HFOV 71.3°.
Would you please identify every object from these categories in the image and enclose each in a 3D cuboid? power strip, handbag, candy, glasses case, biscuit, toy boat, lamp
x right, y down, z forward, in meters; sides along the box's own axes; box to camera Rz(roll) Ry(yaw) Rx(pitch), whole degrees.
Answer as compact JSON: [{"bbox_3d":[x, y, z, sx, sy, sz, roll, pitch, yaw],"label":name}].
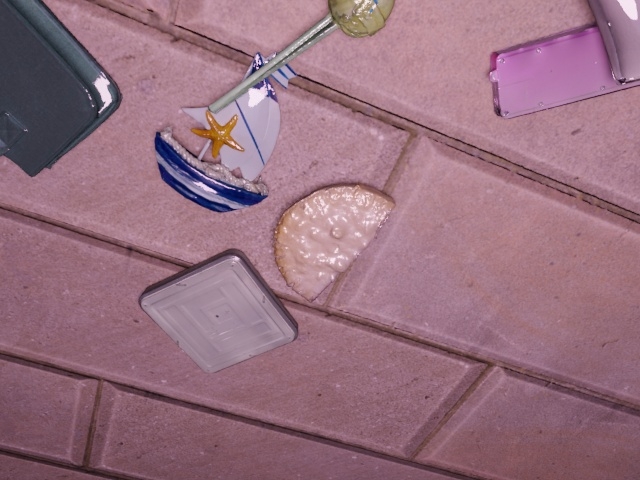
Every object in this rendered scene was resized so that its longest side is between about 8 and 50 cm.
[{"bbox_3d":[0.404,-0.275,0.697,0.279,0.037,0.109,-13,120,10],"label":"power strip"},{"bbox_3d":[-0.510,-0.279,0.697,0.239,0.089,0.326,-31,116,21],"label":"handbag"},{"bbox_3d":[-0.041,-0.287,0.673,0.336,0.092,0.093,-28,145,17],"label":"candy"},{"bbox_3d":[0.411,-0.365,0.599,0.128,0.083,0.308,-26,105,31],"label":"glasses case"},{"bbox_3d":[0.000,0.000,0.857,0.179,0.084,0.281,26,120,-14],"label":"biscuit"},{"bbox_3d":[-0.146,-0.190,0.772,0.221,0.067,0.291,31,107,-17],"label":"toy boat"},{"bbox_3d":[-0.221,0.167,0.992,0.267,0.047,0.269,-25,118,15],"label":"lamp"}]
